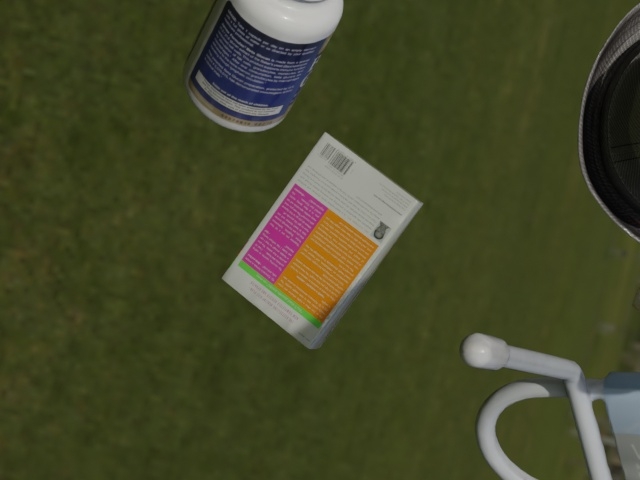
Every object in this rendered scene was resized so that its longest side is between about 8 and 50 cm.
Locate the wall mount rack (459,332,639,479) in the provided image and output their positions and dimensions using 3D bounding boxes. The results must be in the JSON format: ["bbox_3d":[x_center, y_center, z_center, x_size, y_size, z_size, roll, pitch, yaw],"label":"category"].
[{"bbox_3d":[0.225,0.121,0.997,0.130,0.350,0.304,-67,146,-42],"label":"wall mount rack"}]

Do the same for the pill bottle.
[{"bbox_3d":[-0.038,-0.170,1.446,0.169,0.094,0.094,-58,-174,47],"label":"pill bottle"}]

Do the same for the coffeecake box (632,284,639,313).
[{"bbox_3d":[0.289,0.030,1.150,0.185,0.068,0.142,51,-49,50],"label":"coffeecake box"}]

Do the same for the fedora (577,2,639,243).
[{"bbox_3d":[0.346,-0.098,1.481,0.124,0.275,0.243,-163,-115,-84],"label":"fedora"}]

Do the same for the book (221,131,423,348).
[{"bbox_3d":[0.000,0.000,1.473,0.144,0.096,0.035,-54,166,7],"label":"book"}]
